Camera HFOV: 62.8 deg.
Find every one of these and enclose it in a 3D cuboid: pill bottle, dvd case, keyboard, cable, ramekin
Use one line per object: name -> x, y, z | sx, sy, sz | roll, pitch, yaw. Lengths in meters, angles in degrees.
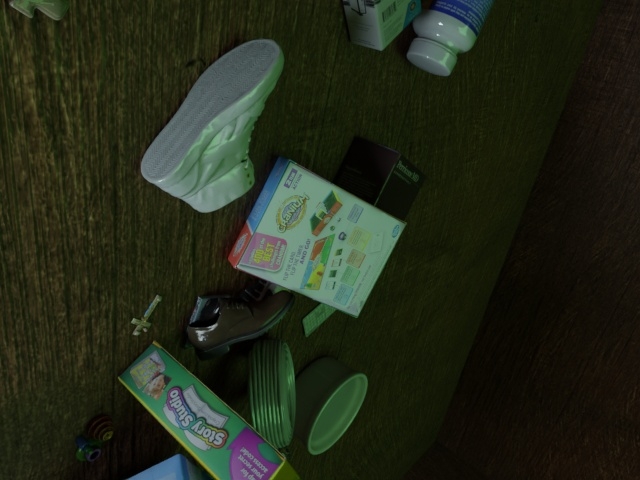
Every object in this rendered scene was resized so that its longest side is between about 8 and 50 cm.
pill bottle -> 0.303, -0.524, 1.189 | 0.152, 0.152, 0.272 | 16, 102, -58
dvd case -> -0.239, 0.169, 1.097 | 0.087, 0.013, 0.119 | 3, 113, -56
keyboard -> 0.039, 0.174, 1.501 | 0.256, 0.014, 0.072 | -39, 142, -33
cable -> -0.112, 0.363, 1.240 | 0.257, 0.089, 0.257 | -94, 179, -51
ramekin -> 0.009, 0.490, 1.595 | 0.277, 0.135, 0.277 | -35, 141, -35

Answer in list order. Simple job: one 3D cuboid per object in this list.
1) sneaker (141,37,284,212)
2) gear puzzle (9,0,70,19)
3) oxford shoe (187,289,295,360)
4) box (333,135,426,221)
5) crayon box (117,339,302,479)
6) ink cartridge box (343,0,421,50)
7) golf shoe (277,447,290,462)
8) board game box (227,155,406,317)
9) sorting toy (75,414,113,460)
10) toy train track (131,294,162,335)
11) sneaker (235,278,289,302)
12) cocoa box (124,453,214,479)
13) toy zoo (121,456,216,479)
sneaker -> -0.146, -0.180, 0.874 | 0.292, 0.108, 0.169 | -49, 150, -2
gear puzzle -> -0.359, -0.364, 0.475 | 0.339, 0.044, 0.175 | 27, 93, -56
oxford shoe -> -0.158, 0.149, 1.052 | 0.227, 0.083, 0.096 | -26, 108, -12
box -> 0.095, -0.038, 1.295 | 0.191, 0.143, 0.381 | 19, 97, -58
crayon box -> -0.188, 0.392, 1.013 | 0.106, 0.363, 0.313 | -45, 146, -24
ink cartridge box -> 0.114, -0.497, 0.999 | 0.148, 0.086, 0.203 | -48, 146, -21
golf shoe -> -0.139, 0.634, 1.581 | 0.086, 0.067, 0.186 | -18, 142, -7
board game box -> 0.000, 0.000, 1.111 | 0.316, 0.064, 0.242 | 26, 93, -28
sorting toy -> -0.418, 0.378, 0.976 | 0.061, 0.042, 0.102 | 9, 107, -57
toy train track -> -0.315, 0.139, 0.961 | 0.083, 0.014, 0.048 | -59, 149, -4
sneaker -> -0.118, 0.131, 1.178 | 0.208, 0.081, 0.094 | -48, 152, -18
cocoa box -> -0.340, 0.595, 0.943 | 0.347, 0.231, 0.228 | -26, 134, -3
toy zoo -> -0.361, 0.557, 1.105 | 0.293, 0.030, 0.192 | -9, 125, -24
